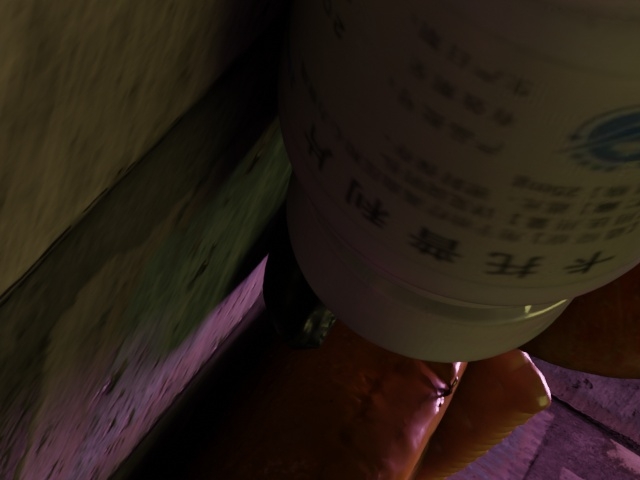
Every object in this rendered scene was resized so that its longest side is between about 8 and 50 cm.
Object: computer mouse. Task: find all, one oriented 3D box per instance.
[{"bbox_3d":[0.000,0.000,0.904,0.079,0.047,0.135,-49,-167,47],"label":"computer mouse"}]

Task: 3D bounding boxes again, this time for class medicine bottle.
[{"bbox_3d":[0.071,-0.072,0.604,0.170,0.170,0.293,-54,173,-26],"label":"medicine bottle"}]

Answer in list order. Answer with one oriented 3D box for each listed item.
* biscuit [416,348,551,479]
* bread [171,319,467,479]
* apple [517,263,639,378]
[{"bbox_3d":[0.069,0.090,1.213,0.030,0.160,0.249,-28,170,-27],"label":"biscuit"},{"bbox_3d":[-0.037,0.196,1.082,0.328,0.148,0.337,105,12,-47],"label":"bread"},{"bbox_3d":[0.183,-0.080,0.947,0.309,0.278,0.250,-92,-169,-56],"label":"apple"}]
